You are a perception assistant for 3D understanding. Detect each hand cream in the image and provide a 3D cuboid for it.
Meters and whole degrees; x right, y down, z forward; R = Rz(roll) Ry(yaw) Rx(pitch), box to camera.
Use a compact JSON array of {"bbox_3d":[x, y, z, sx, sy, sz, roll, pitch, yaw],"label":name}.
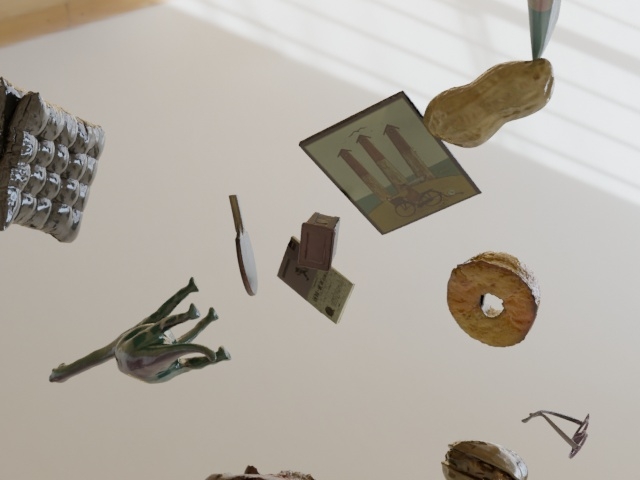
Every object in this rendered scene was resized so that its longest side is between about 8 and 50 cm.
[{"bbox_3d":[0.373,-0.407,1.465,0.070,0.111,0.312,18,161,23],"label":"hand cream"}]

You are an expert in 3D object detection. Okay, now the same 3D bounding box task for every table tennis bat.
[{"bbox_3d":[-0.162,0.010,1.871,0.019,0.220,0.130,-10,-171,6],"label":"table tennis bat"}]

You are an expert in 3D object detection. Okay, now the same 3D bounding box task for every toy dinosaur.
[{"bbox_3d":[-0.319,0.205,1.440,0.331,0.129,0.383,-29,-167,-1],"label":"toy dinosaur"}]

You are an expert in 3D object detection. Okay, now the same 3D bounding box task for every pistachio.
[{"bbox_3d":[0.257,0.364,1.389,0.113,0.149,0.113,-53,-169,16],"label":"pistachio"}]

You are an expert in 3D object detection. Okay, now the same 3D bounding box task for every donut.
[{"bbox_3d":[0.317,0.099,1.602,0.174,0.190,0.074,9,-143,28],"label":"donut"}]

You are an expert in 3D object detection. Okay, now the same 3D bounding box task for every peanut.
[{"bbox_3d":[0.302,-0.241,1.589,0.257,0.123,0.124,-20,170,36],"label":"peanut"}]

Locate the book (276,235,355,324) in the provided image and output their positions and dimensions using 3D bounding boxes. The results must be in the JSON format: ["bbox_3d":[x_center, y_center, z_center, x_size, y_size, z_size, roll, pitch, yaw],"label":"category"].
[{"bbox_3d":[-0.013,0.085,1.914,0.014,0.182,0.127,-32,152,-43],"label":"book"}]

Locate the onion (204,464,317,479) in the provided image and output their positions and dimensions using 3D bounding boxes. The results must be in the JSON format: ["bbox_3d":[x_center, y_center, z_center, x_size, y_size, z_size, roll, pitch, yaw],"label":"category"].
[{"bbox_3d":[-0.061,0.444,1.335,0.272,0.195,0.272,6,160,2],"label":"onion"}]

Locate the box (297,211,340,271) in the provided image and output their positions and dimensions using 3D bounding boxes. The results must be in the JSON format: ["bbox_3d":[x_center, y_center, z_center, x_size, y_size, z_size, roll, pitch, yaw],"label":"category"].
[{"bbox_3d":[0.000,0.000,1.512,0.060,0.084,0.063,11,-151,10],"label":"box"}]

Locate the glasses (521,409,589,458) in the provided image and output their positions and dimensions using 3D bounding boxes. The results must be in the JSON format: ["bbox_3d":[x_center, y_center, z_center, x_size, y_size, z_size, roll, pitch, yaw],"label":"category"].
[{"bbox_3d":[0.414,0.318,1.556,0.062,0.104,0.140,-60,166,16],"label":"glasses"}]

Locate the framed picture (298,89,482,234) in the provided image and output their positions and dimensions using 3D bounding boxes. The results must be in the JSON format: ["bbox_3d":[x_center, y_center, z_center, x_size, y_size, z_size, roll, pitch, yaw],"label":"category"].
[{"bbox_3d":[0.145,-0.145,1.798,0.244,0.013,0.324,-24,133,25],"label":"framed picture"}]

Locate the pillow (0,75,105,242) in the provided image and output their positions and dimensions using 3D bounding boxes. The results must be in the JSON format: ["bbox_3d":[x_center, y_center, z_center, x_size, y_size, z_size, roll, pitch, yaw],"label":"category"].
[{"bbox_3d":[-0.470,-0.117,1.483,0.101,0.228,0.326,17,177,7],"label":"pillow"}]
